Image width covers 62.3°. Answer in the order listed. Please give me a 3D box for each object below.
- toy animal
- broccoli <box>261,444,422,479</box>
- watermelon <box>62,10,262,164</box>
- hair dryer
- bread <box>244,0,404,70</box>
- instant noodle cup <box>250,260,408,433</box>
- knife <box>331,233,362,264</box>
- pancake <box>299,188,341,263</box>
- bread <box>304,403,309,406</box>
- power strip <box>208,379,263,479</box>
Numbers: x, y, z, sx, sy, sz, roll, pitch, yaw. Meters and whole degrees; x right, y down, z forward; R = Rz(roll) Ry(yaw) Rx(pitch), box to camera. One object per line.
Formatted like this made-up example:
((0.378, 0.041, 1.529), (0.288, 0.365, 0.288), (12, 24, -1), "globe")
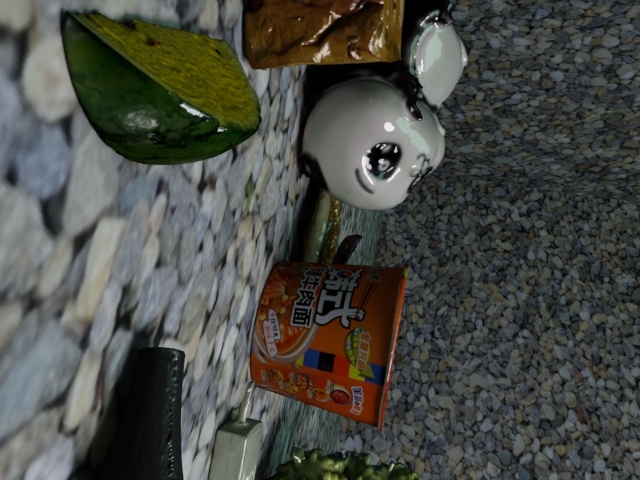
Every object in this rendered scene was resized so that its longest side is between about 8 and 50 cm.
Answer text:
((0.091, -0.203, 0.830), (0.251, 0.251, 0.309), (16, 95, -80), "toy animal")
((0.046, 0.522, 0.855), (0.281, 0.348, 0.293), (-63, 167, -76), "broccoli")
((-0.080, -0.095, 0.352), (0.181, 0.075, 0.091), (-47, 141, -71), "watermelon")
((-0.132, 0.204, 0.434), (0.219, 0.075, 0.195), (103, -8, -65), "hair dryer")
((0.010, -0.248, 0.539), (0.158, 0.143, 0.148), (-49, 140, -72), "bread")
((0.018, 0.140, 0.794), (0.250, 0.192, 0.250), (10, 90, -80), "instant noodle cup")
((0.032, 0.097, 1.013), (0.123, 0.053, 0.277), (-61, 163, -47), "knife")
((-0.001, 0.000, 0.992), (0.282, 0.049, 0.282), (12, 90, -82), "pancake")
((0.020, 0.288, 1.212), (0.172, 0.103, 0.131), (-32, 127, -74), "bread")
((-0.102, 0.258, 0.654), (0.075, 0.042, 0.175), (18, 81, -79), "power strip")
